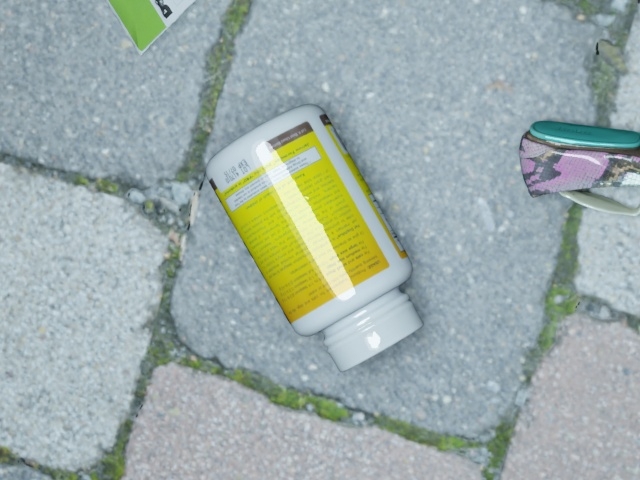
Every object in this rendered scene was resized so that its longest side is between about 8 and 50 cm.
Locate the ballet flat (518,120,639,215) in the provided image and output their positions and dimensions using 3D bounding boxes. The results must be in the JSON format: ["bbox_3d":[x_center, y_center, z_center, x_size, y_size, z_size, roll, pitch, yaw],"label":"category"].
[{"bbox_3d":[0.276,-0.058,1.567,0.221,0.077,0.079,2,113,17],"label":"ballet flat"}]

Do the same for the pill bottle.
[{"bbox_3d":[0.000,0.000,1.602,0.117,0.117,0.215,-30,87,13],"label":"pill bottle"}]

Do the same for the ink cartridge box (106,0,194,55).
[{"bbox_3d":[-0.112,-0.308,1.622,0.255,0.097,0.189,-35,86,47],"label":"ink cartridge box"}]
